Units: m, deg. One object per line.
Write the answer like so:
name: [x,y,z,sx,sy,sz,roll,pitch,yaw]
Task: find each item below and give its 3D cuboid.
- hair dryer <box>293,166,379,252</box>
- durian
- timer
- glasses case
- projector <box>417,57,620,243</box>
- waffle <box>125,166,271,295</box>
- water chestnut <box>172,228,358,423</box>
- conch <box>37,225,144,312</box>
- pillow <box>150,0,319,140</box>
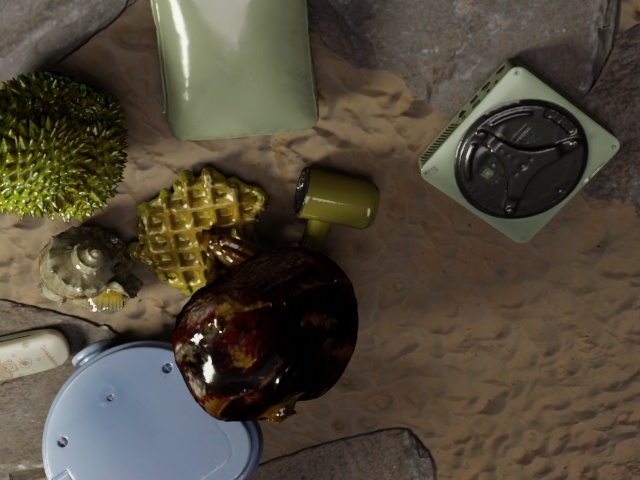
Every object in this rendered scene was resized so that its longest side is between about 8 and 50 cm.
hair dryer: [0.000,0.000,1.917,0.134,0.090,0.279,11,126,-15]
durian: [-0.437,-0.137,1.683,0.291,0.291,0.225,6,134,-10]
timer: [-0.324,0.353,1.976,0.394,0.173,0.395,-1,82,4]
glasses case: [-0.568,0.215,1.997,0.204,0.051,0.081,-14,121,3]
projector: [0.343,-0.146,1.855,0.259,0.079,0.257,32,114,-21]
waffle: [-0.194,-0.006,1.902,0.291,0.051,0.291,-2,124,-3]
water chestnut: [-0.108,0.128,1.824,0.335,0.347,0.335,-32,160,-13]
conch: [-0.410,0.065,1.868,0.178,0.163,0.245,41,141,-10]
pillow: [-0.134,-0.310,1.678,0.255,0.120,0.322,-5,122,-3]
